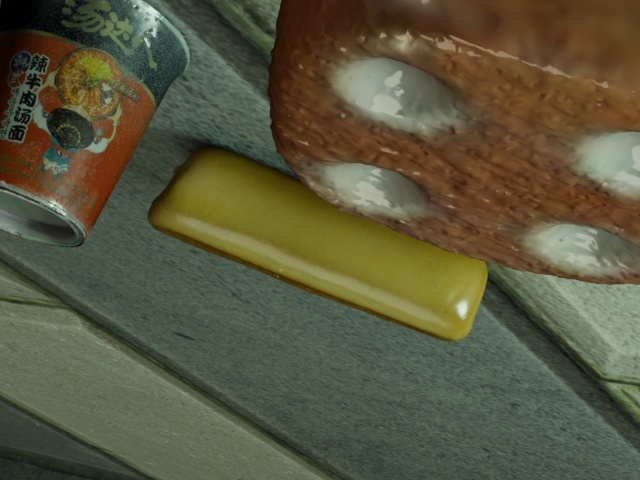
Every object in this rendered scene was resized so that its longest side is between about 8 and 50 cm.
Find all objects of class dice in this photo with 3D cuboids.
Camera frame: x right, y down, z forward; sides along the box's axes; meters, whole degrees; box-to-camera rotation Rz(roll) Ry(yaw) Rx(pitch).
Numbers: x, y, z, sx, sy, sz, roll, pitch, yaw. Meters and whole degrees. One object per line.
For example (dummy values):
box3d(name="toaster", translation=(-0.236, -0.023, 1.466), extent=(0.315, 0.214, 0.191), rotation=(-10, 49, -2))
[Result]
box3d(name="dice", translation=(0.088, -0.093, 0.475), extent=(0.179, 0.175, 0.174), rotation=(19, 160, 5))

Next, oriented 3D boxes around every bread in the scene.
box3d(name="bread", translation=(0.000, 0.000, 0.971), extent=(0.239, 0.074, 0.092), rotation=(21, 177, 2))

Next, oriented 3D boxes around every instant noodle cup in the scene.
box3d(name="instant noodle cup", translation=(-0.158, -0.074, 0.831), extent=(0.127, 0.135, 0.127), rotation=(17, 160, 6))
